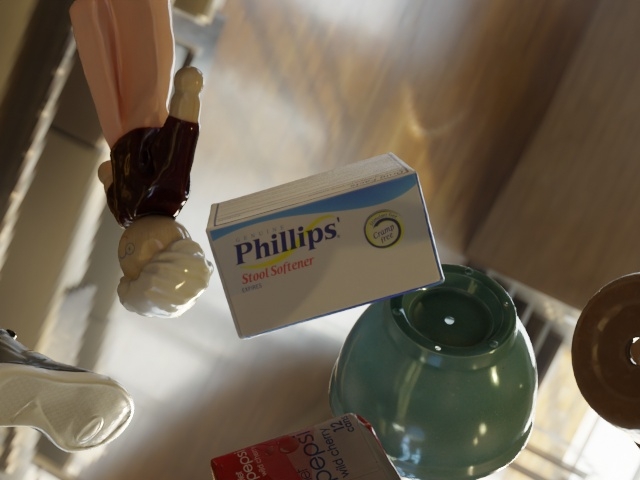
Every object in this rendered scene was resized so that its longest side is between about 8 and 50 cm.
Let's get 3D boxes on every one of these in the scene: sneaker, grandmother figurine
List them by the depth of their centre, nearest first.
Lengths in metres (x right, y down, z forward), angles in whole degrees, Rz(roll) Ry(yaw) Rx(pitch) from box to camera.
[{"bbox_3d":[-0.167,-0.088,1.402,0.208,0.104,0.342,129,-45,-61],"label":"grandmother figurine"},{"bbox_3d":[-0.338,0.157,1.741,0.104,0.147,0.296,-55,147,5],"label":"sneaker"}]

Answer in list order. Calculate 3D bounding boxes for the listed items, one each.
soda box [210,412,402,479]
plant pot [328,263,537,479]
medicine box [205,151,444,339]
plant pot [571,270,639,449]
[{"bbox_3d":[0.006,0.221,0.855,0.092,0.083,0.263,-17,133,-12],"label":"soda box"},{"bbox_3d":[0.167,0.158,2.050,0.293,0.293,0.196,-48,157,-40],"label":"plant pot"},{"bbox_3d":[0.000,0.000,1.927,0.289,0.263,0.149,-110,-176,-81],"label":"medicine box"},{"bbox_3d":[0.367,0.120,1.489,0.229,0.263,0.263,10,107,-48],"label":"plant pot"}]
